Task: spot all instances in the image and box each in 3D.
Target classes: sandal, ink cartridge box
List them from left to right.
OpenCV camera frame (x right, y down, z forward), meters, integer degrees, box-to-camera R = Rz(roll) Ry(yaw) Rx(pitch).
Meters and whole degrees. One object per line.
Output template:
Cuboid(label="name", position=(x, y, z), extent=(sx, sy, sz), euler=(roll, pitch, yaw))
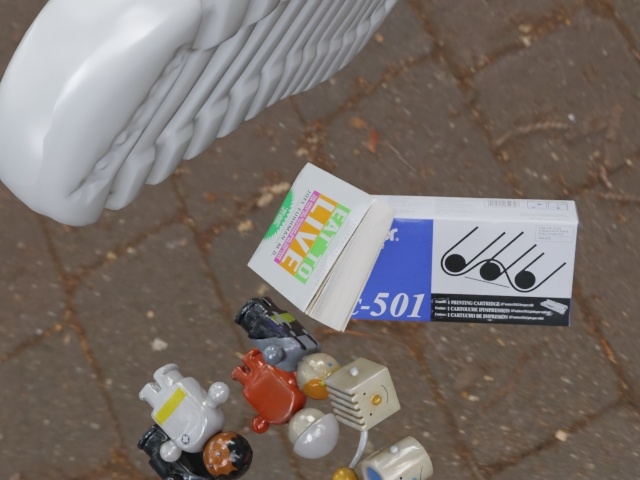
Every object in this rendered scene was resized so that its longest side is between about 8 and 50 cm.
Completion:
Cuboid(label="sandal", position=(-0.029, -0.142, 0.604), extent=(0.102, 0.416, 0.169), euler=(37, 120, 5))
Cuboid(label="ink cartridge box", position=(0.103, 0.016, 1.060), extent=(0.207, 0.046, 0.097), euler=(2, 116, 5))

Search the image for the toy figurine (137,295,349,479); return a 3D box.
Cuboid(label="toy figurine", position=(-0.077, 0.188, 1.363), extent=(0.213, 0.209, 0.148), euler=(-35, 69, -27))

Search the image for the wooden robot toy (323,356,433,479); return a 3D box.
Cuboid(label="wooden robot toy", position=(0.021, 0.156, 0.730), extent=(0.079, 0.173, 0.076), euler=(-27, 38, -27))

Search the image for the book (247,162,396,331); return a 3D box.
Cuboid(label="book", position=(0.000, 0.000, 0.963), extent=(0.096, 0.035, 0.144), euler=(-61, 24, 1))
